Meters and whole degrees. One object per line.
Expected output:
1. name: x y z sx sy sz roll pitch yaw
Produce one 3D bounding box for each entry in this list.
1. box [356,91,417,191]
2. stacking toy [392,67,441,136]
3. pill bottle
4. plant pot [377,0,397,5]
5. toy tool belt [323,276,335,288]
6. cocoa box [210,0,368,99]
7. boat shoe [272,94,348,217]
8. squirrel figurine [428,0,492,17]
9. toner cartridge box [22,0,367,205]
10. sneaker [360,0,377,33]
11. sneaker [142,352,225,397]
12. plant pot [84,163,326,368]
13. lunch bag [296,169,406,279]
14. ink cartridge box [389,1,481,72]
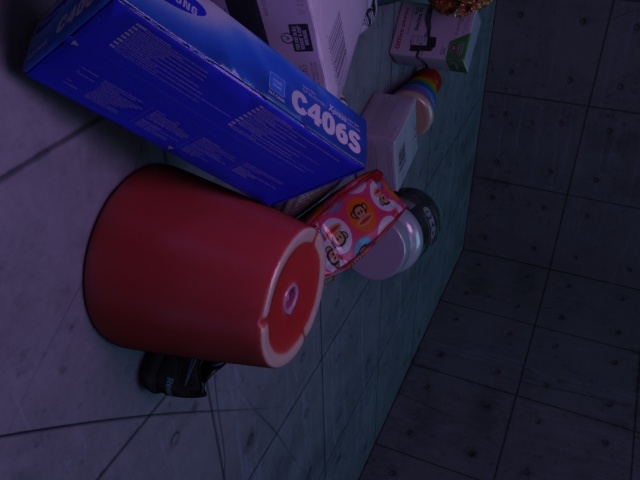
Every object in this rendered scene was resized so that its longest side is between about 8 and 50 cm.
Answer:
1. box: 0.171 -0.258 1.691 0.181 0.119 0.181 78 31 -49
2. stacking toy: 0.287 -0.428 1.899 0.330 0.141 0.141 -61 156 -51
3. pill bottle: 0.206 -0.022 1.818 0.361 0.204 0.204 -33 133 -62
4. plant pot: 0.162 -0.618 1.321 0.290 0.196 0.290 14 90 -70
5. toy tool belt: 0.014 0.080 1.600 0.083 0.052 0.051 -50 156 -52
6. cocoa box: -0.091 -0.352 0.747 0.347 0.228 0.231 74 27 -54
7. boat shoe: -0.043 -0.159 1.104 0.187 0.156 0.500 -40 170 -6
8. squirrel figurine: 0.388 -0.719 1.540 0.281 0.371 0.396 -23 139 -66
9. toner cartridge box: -0.118 -0.156 0.715 0.348 0.165 0.075 28 54 -42
10. sneaker: -0.003 -0.435 1.084 0.365 0.137 0.210 -54 154 -39
11. sneaker: -0.177 0.152 1.064 0.101 0.106 0.267 82 28 -43
12. plant pot: -0.140 0.049 0.893 0.275 0.243 0.274 14 90 -69
13. lunch bag: 0.000 0.000 1.237 0.293 0.120 0.258 -39 -175 -35
14. ink cartridge box: 0.306 -0.544 1.734 0.087 0.209 0.153 18 85 -67
